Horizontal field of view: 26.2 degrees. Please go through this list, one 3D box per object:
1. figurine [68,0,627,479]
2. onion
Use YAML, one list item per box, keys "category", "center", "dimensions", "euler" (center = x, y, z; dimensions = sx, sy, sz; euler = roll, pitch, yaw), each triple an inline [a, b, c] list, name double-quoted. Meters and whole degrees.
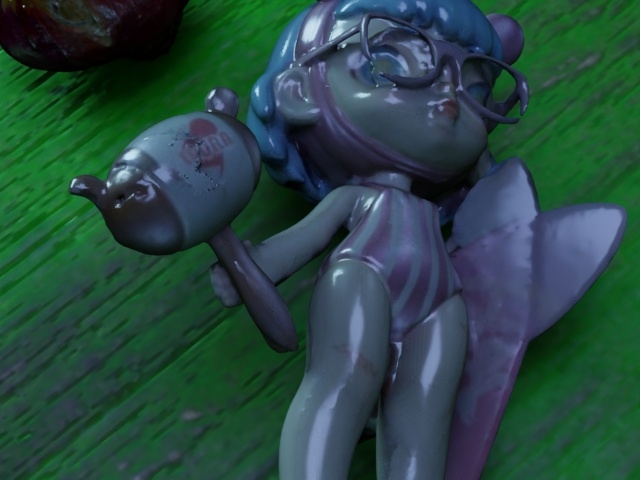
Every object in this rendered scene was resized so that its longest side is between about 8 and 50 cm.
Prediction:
- category: "figurine"
  center: [0.001, 0.006, 0.519]
  dimensions: [0.205, 0.103, 0.260]
  euler: [14, 64, -18]
- category: "onion"
  center: [-0.098, -0.119, 0.613]
  dimensions: [0.107, 0.097, 0.107]
  euler: [-31, 32, 23]
